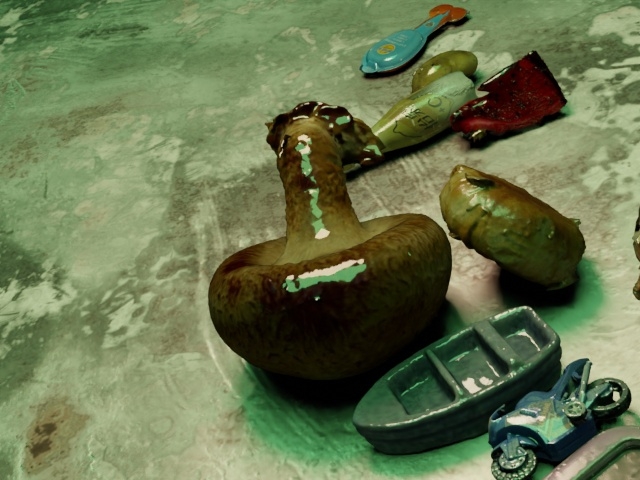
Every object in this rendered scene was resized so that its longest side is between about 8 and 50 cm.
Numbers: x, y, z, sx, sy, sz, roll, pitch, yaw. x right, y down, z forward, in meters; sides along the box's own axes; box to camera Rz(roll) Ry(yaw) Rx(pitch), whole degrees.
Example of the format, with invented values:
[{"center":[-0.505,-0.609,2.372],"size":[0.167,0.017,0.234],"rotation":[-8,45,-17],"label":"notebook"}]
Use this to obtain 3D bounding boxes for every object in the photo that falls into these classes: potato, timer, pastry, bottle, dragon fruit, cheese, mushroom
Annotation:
[{"center":[0.218,-0.298,2.010],"size":[0.138,0.070,0.091],"rotation":[-39,3,-25],"label":"potato"},{"center":[0.335,0.306,1.230],"size":[0.208,0.069,0.191],"rotation":[-35,41,-15],"label":"timer"},{"center":[0.268,-0.020,1.562],"size":[0.229,0.218,0.100],"rotation":[34,104,24],"label":"pastry"},{"center":[0.142,-0.198,1.921],"size":[0.270,0.083,0.083],"rotation":[-29,38,-8],"label":"bottle"},{"center":[0.307,-0.222,1.859],"size":[0.192,0.122,0.092],"rotation":[-25,69,-6],"label":"dragon fruit"},{"center":[0.178,-0.390,2.179],"size":[0.256,0.037,0.106],"rotation":[-36,41,-21],"label":"cheese"},{"center":[0.020,0.008,1.540],"size":[0.331,0.356,0.334],"rotation":[10,16,15],"label":"mushroom"}]

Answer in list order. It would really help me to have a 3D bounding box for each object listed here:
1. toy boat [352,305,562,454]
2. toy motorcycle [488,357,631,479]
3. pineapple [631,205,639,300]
[{"center":[0.174,0.186,1.447],"size":[0.283,0.078,0.127],"rotation":[-27,39,-6],"label":"toy boat"},{"center":[0.278,0.219,1.367],"size":[0.205,0.076,0.114],"rotation":[-32,32,-14],"label":"toy motorcycle"},{"center":[0.512,0.066,1.215],"size":[0.352,0.352,0.300],"rotation":[-16,39,8],"label":"pineapple"}]
